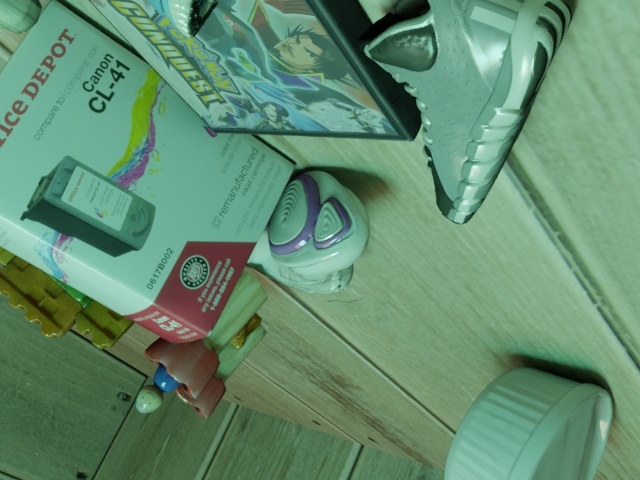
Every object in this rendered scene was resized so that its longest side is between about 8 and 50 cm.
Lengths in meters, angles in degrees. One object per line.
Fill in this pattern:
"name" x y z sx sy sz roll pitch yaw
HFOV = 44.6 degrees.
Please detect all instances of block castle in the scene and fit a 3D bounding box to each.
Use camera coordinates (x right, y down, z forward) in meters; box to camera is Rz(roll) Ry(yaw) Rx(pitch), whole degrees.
"block castle" -0.297 0.046 1.057 0.453 0.213 0.303 39 162 8

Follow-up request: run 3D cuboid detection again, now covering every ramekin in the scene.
"ramekin" 0.285 0.302 1.087 0.127 0.273 0.273 25 163 39

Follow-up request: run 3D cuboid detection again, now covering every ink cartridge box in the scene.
"ink cartridge box" -0.214 -0.061 0.824 0.306 0.226 0.131 34 158 -22

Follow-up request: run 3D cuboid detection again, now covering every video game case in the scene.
"video game case" -0.076 -0.180 0.648 0.248 0.035 0.275 8 153 38

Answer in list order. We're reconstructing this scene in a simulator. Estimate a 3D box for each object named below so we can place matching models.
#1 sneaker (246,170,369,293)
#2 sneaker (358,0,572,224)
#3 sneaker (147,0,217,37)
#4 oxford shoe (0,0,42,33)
"sneaker" 0.000 0.000 0.917 0.152 0.114 0.305 26 169 -20
"sneaker" 0.088 -0.110 0.581 0.132 0.086 0.228 27 150 11
"sneaker" -0.109 -0.195 0.508 0.073 0.063 0.162 28 161 4
"oxford shoe" -0.284 -0.250 0.546 0.169 0.130 0.449 26 -179 -5
